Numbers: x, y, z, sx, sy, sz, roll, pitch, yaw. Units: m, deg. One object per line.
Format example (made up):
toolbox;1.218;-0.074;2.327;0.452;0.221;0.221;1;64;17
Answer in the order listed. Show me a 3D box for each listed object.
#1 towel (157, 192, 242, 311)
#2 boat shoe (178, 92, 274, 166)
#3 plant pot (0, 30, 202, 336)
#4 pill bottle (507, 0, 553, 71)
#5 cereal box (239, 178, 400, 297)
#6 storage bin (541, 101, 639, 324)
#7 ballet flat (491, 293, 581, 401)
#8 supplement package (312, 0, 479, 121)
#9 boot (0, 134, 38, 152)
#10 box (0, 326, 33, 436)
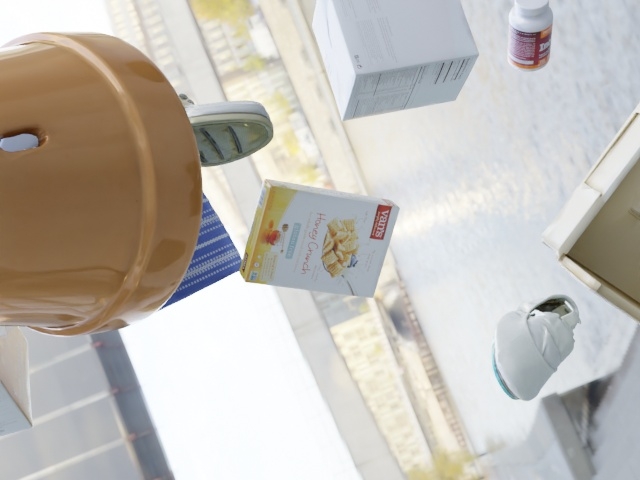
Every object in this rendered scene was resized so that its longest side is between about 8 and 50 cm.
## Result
towel;-0.300;-0.050;1.578;0.040;0.243;0.336;-36;83;49
boat shoe;-0.216;-0.171;1.390;0.113;0.302;0.103;61;-157;-54
plant pot;-0.280;-0.044;0.813;0.203;0.291;0.291;-12;-103;-55
pill bottle;0.412;-0.414;1.804;0.152;0.086;0.086;78;174;-51
cereal box;0.000;0.000;1.533;0.047;0.240;0.173;-132;53;-61
storage bin;0.416;-0.021;0.965;0.260;0.262;0.123;31;-169;-18
ballet flat;0.404;0.170;1.673;0.139;0.139;0.400;67;-158;-2
supplement package;0.114;-0.324;1.478;0.149;0.203;0.194;109;148;-67
boot;-0.397;-0.042;1.355;0.115;0.112;0.305;-1;-99;-63
box;-0.678;0.199;1.712;0.345;0.168;0.215;81;173;-50
